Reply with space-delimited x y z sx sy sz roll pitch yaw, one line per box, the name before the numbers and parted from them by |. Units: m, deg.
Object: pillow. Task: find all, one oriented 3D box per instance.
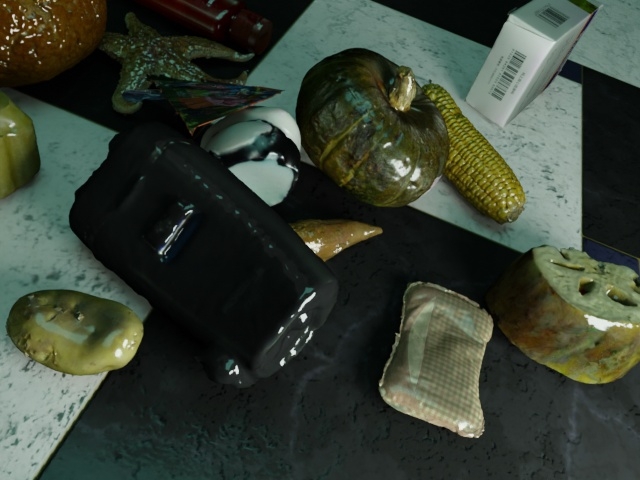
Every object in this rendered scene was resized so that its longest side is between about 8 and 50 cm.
pillow | 0.153 0.142 0.741 0.135 0.034 0.211 21 45 3

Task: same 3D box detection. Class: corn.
corn | 0.240 -0.154 0.987 0.102 0.102 0.313 -13 55 -28

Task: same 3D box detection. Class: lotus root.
lotus root | 0.355 0.102 0.782 0.235 0.119 0.138 17 41 -4

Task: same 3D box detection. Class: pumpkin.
pumpkin | 0.087 -0.184 0.876 0.260 0.189 0.260 25 38 -21

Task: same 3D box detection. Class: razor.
razor | -0.142 0.011 0.672 0.327 0.107 0.189 40 94 18

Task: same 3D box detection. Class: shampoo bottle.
shampoo bottle | -0.244 -0.457 1.114 0.314 0.076 0.118 29 43 8

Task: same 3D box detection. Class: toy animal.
toy animal | -0.107 -0.119 0.815 0.166 0.138 0.179 -11 40 7

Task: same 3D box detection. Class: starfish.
starfish | -0.285 -0.330 1.001 0.302 0.060 0.299 35 51 15

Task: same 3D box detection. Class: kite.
kite | -0.157 -0.201 0.812 0.234 0.016 0.321 -7 29 -24

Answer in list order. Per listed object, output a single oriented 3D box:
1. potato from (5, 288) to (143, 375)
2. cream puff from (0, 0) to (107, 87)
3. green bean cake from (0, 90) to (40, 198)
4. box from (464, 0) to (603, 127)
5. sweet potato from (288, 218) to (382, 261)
potato | -0.262 0.098 0.618 0.138 0.070 0.091 19 41 -3
cream puff | -0.475 -0.372 0.863 0.303 0.212 0.303 5 48 -5
green bean cake | -0.506 -0.131 0.706 0.236 0.124 0.233 35 49 13
box | 0.441 -0.388 1.190 0.106 0.200 0.299 39 49 16
sweet potato | 0.000 0.000 0.805 0.206 0.060 0.068 -13 92 -29
